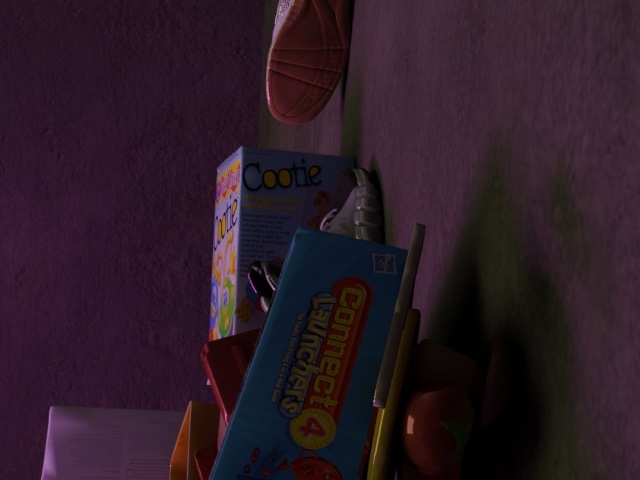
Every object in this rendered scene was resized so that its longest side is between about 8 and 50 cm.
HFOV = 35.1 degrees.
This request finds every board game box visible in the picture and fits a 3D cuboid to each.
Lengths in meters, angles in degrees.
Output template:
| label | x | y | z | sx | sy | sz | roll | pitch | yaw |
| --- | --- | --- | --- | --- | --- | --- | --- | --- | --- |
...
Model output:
| label | x | y | z | sx | sy | sz | roll | pitch | yaw |
| --- | --- | --- | --- | --- | --- | --- | --- | --- | --- |
| board game box | -0.050 | 0.040 | 1.223 | 0.142 | 0.144 | 0.275 | 159 | 114 | -71 |
| board game box | -0.012 | 0.204 | 0.706 | 0.308 | 0.086 | 0.301 | 90 | -165 | -53 |

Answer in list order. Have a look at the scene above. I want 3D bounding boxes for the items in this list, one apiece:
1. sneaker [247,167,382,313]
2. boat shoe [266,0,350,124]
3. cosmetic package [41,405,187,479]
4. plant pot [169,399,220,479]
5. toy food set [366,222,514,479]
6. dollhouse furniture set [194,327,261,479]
| label | x | y | z | sx | sy | sz | roll | pitch | yaw |
| --- | --- | --- | --- | --- | --- | --- | --- | --- | --- |
| sneaker | -0.007 | 0.010 | 1.015 | 0.086 | 0.132 | 0.228 | 101 | 169 | -47 |
| boat shoe | -0.008 | -0.289 | 1.308 | 0.096 | 0.098 | 0.277 | -106 | 29 | -69 |
| cosmetic package | -0.199 | 0.383 | 1.404 | 0.097 | 0.378 | 0.284 | 105 | 166 | -50 |
| plant pot | -0.089 | 0.343 | 1.270 | 0.212 | 0.187 | 0.212 | 114 | 158 | -53 |
| toy food set | 0.071 | 0.112 | 0.592 | 0.217 | 0.071 | 0.128 | 92 | -168 | -45 |
| dollhouse furniture set | 0.002 | 0.279 | 0.965 | 0.201 | 0.152 | 0.374 | 101 | 152 | -45 |
